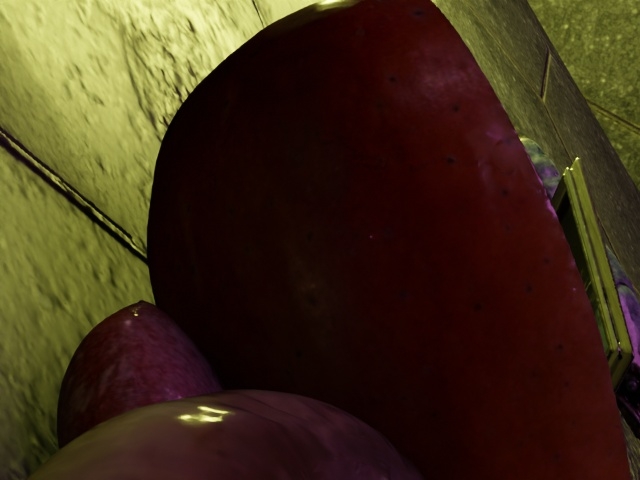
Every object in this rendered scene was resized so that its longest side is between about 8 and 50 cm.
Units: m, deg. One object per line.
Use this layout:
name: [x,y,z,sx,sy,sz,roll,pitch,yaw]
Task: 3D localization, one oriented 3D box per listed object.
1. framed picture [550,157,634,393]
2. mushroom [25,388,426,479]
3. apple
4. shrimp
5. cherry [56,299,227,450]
framed picture: [0.169,0.113,1.193,0.019,0.296,0.232,10,38,-11]
mushroom: [0.017,0.220,0.557,0.362,0.294,0.362,51,23,-32]
apple: [0.049,0.043,0.887,0.329,0.295,0.365,-23,90,-62]
shrimp: [0.218,0.038,1.436,0.221,0.166,0.410,2,64,-41]
cherry: [-0.079,0.138,0.747,0.107,0.090,0.225,66,11,-72]
